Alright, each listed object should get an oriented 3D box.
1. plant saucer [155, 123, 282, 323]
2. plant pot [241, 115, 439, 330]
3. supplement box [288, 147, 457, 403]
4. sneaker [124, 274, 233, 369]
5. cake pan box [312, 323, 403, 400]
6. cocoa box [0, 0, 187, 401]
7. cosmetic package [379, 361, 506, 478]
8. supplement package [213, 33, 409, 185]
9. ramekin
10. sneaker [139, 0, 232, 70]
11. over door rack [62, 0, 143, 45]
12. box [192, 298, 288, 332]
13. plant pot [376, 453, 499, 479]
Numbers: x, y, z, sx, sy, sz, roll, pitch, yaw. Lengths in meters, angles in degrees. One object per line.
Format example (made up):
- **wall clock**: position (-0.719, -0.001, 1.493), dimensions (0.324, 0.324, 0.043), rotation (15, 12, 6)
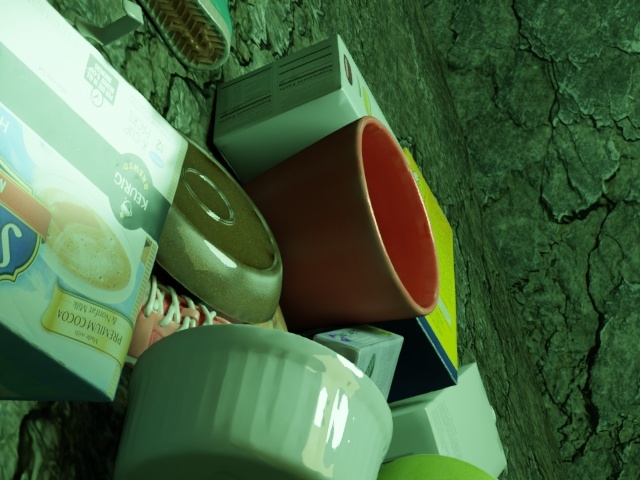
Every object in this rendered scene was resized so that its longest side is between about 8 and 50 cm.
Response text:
- **plant saucer**: position (-0.144, -0.039, 1.419), dimensions (0.310, 0.050, 0.311), rotation (44, 17, -17)
- **plant pot**: position (0.000, 0.000, 1.650), dimensions (0.275, 0.243, 0.275), rotation (-18, 90, -71)
- **supplement box**: position (0.085, 0.059, 1.907), dimensions (0.195, 0.194, 0.357), rotation (58, 23, -35)
- **sneaker**: position (-0.148, 0.099, 1.317), dimensions (0.314, 0.136, 0.116), rotation (58, 23, -35)
- **cake pan box**: position (0.020, 0.245, 1.562), dimensions (0.245, 0.070, 0.267), rotation (-1, 106, -71)
- **cocoa box**: position (-0.295, -0.053, 0.848), dimensions (0.347, 0.231, 0.228), rotation (48, 46, -50)
- **cosmetic package**: position (0.174, 0.333, 1.963), dimensions (0.365, 0.155, 0.197), rotation (-11, 84, -71)
- **supplement package**: position (-0.004, -0.128, 1.801), dimensions (0.262, 0.204, 0.145), rotation (57, 20, -37)
- **ramekin**: position (-0.073, 0.222, 1.225), dimensions (0.277, 0.277, 0.135), rotation (56, 32, -37)
- **sneaker**: position (-0.203, -0.377, 1.657), dimensions (0.121, 0.108, 0.302), rotation (-89, 161, -45)
- **over door rack**: position (-0.337, -0.323, 1.180), dimensions (0.324, 0.108, 0.240), rotation (11, 60, -45)
- **box**: position (-0.095, 0.143, 1.493), dimensions (0.171, 0.091, 0.130), rotation (71, 19, -3)
- **plant pot**: position (0.096, 0.443, 1.467), dimensions (0.293, 0.274, 0.275), rotation (-31, 102, -56)
